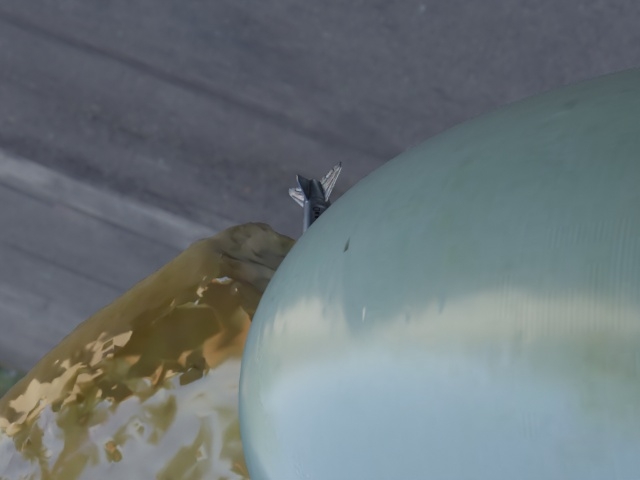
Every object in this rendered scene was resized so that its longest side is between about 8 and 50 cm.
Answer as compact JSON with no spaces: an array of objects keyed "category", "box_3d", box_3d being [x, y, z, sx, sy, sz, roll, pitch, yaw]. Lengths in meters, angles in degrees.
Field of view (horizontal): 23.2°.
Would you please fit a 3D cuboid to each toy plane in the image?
[{"category":"toy plane","box_3d":[0.000,0.000,0.821,0.078,0.083,0.031,-28,146,34]}]

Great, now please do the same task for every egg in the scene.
[{"category":"egg","box_3d":[0.154,0.059,0.409,0.371,0.230,0.230,8,159,22]}]

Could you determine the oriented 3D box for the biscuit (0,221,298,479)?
[{"category":"biscuit","box_3d":[-0.042,0.248,0.633,0.429,0.446,0.104,55,-177,9]}]
